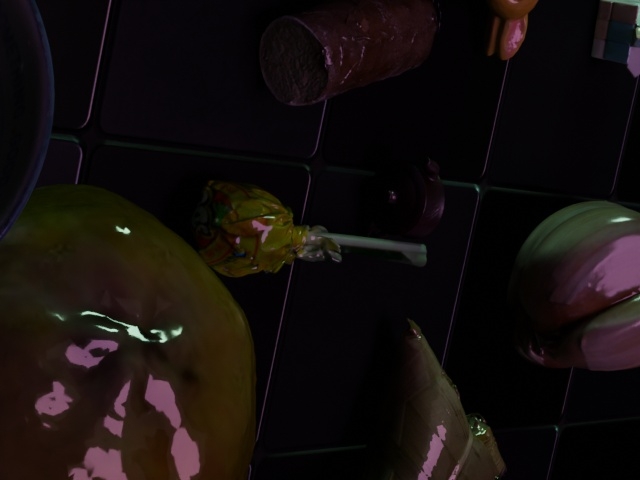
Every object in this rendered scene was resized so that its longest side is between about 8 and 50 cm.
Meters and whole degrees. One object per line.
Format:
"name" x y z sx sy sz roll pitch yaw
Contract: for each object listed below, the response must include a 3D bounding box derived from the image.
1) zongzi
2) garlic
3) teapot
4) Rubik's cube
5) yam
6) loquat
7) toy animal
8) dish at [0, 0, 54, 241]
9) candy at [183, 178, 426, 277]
"zongzi" 0.067 0.195 1.390 0.194 0.099 0.197 -45 123 -31
"garlic" 0.270 0.037 1.527 0.191 0.214 0.160 -14 101 0
"teapot" 0.067 -0.034 1.329 0.045 0.068 0.100 8 131 -48
"Rubik's cube" 0.323 -0.210 1.562 0.084 0.073 0.075 -31 126 -38
"yam" 0.025 -0.156 1.222 0.141 0.079 0.079 -23 120 -43
"loquat" -0.156 0.103 0.933 0.276 0.284 0.276 8 71 -25
"toy animal" 0.179 -0.238 1.381 0.070 0.083 0.159 8 106 -44
"dish" -0.289 -0.067 0.827 0.273 0.134 0.273 6 72 -20
"candy" 0.001 0.002 1.239 0.262 0.077 0.073 9 96 -47
